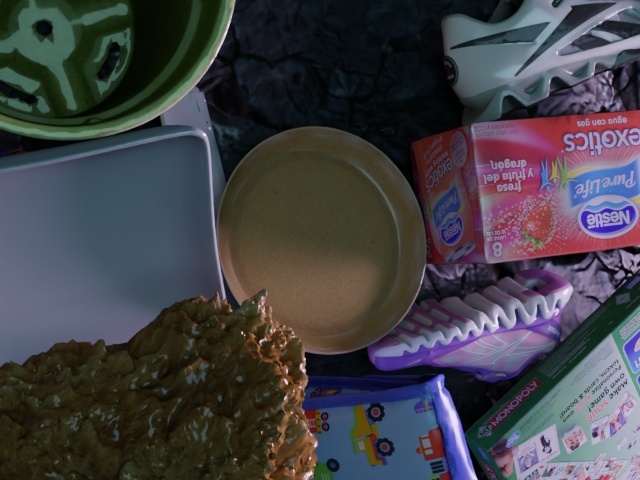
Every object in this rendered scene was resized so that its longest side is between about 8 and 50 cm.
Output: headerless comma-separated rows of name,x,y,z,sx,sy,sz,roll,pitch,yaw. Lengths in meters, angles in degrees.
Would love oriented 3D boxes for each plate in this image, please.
plate,-0.222,0.010,0.831,0.277,0.278,0.045,-13,56,-10

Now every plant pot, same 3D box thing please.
plant pot,0.000,0.000,1.052,0.236,0.032,0.236,4,80,-24
plant pot,-0.232,-0.208,0.878,0.276,0.254,0.276,1,88,-17

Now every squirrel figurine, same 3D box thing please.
squirrel figurine,-0.094,0.247,0.790,0.370,0.281,0.397,-1,102,23

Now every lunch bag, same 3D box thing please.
lunch bag,0.032,0.238,0.923,0.138,0.293,0.221,-18,95,-48

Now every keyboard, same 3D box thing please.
keyboard,-0.113,-0.029,1.020,0.072,0.014,0.256,-18,95,-54

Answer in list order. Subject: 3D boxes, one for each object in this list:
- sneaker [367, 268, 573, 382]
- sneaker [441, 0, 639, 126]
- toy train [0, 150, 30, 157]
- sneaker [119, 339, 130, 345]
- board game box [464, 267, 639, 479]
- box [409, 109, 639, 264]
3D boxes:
sneaker,0.166,0.111,1.095,0.236,0.095,0.104,-14,111,-15
sneaker,0.282,-0.250,1.122,0.330,0.122,0.146,-24,98,-18
toy train,-0.228,0.034,0.966,0.248,0.105,0.143,33,95,-32
sneaker,-0.205,0.158,0.961,0.258,0.094,0.091,-31,96,-17
board game box,0.322,0.191,1.130,0.317,0.046,0.213,-39,120,-16
box,0.265,-0.059,1.097,0.300,0.154,0.142,-6,91,-20
